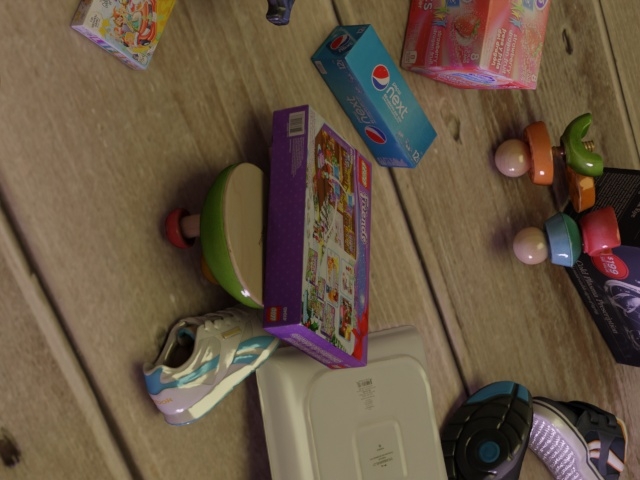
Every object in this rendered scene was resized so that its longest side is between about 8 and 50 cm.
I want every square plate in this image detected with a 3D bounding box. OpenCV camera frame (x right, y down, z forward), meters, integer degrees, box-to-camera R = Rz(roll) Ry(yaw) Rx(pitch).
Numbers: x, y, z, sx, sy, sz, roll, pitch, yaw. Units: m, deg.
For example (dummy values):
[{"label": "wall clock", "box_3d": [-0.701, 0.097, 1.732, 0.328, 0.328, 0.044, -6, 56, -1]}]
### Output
[{"label": "square plate", "box_3d": [0.067, 0.302, 1.864, 0.347, 0.049, 0.344, -5, 85, -47]}]

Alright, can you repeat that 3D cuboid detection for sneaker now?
[{"label": "sneaker", "box_3d": [-0.127, 0.127, 1.686, 0.228, 0.087, 0.092, -46, 123, -33]}, {"label": "sneaker", "box_3d": [0.243, 0.382, 2.083, 0.340, 0.125, 0.140, -65, 149, -9]}, {"label": "sneaker", "box_3d": [0.421, 0.317, 2.229, 0.127, 0.126, 0.321, -57, 141, -18]}]

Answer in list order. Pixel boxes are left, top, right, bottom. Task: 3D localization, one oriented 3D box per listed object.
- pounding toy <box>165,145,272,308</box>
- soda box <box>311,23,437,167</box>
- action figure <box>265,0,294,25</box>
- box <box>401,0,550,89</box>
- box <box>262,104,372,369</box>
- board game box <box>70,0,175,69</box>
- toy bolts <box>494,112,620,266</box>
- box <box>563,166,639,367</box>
[{"label": "pounding toy", "box_3d": [-0.114, -0.006, 1.690, 0.237, 0.110, 0.182, -44, 121, -65]}, {"label": "soda box", "box_3d": [0.077, -0.197, 1.859, 0.071, 0.067, 0.210, -55, 129, -26]}, {"label": "action figure", "box_3d": [-0.103, -0.440, 1.608, 0.330, 0.179, 0.341, 40, 57, -48]}, {"label": "box", "box_3d": [0.239, -0.377, 1.936, 0.142, 0.154, 0.299, 12, 86, -45]}, {"label": "box", "box_3d": [0.000, 0.000, 1.723, 0.201, 0.057, 0.293, 38, 50, -57]}, {"label": "board game box", "box_3d": [-0.220, -0.293, 1.580, 0.103, 0.026, 0.154, 33, 73, -42]}, {"label": "toy bolts", "box_3d": [0.366, -0.059, 2.131, 0.218, 0.159, 0.228, 77, 2, -71]}, {"label": "box", "box_3d": [0.607, 0.062, 2.246, 0.179, 0.313, 0.343, -54, 128, -26]}]
